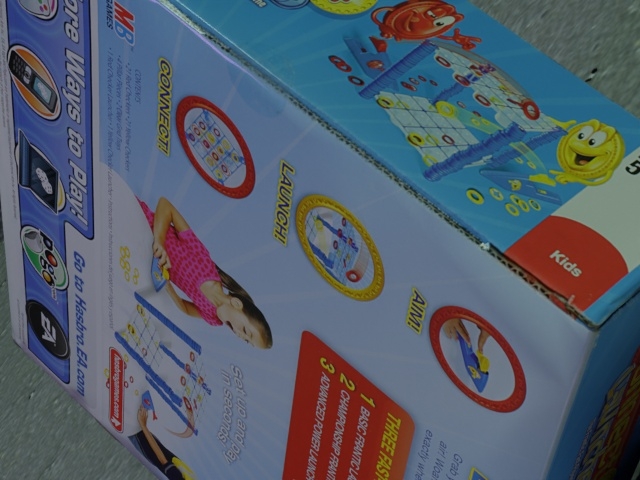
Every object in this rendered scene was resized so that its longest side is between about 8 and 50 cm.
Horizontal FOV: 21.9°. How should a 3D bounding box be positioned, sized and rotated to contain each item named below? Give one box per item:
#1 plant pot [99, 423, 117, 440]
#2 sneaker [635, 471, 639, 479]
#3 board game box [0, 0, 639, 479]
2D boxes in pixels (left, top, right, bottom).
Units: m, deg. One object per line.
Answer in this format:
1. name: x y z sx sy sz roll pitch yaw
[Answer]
1. plant pot: 0.000 0.000 0.972 0.280 0.323 0.323 -65 16 10
2. sneaker: 0.111 0.207 0.545 0.182 0.127 0.315 -49 11 18
3. board game box: -0.009 0.018 0.685 0.086 0.302 0.308 -36 -28 -31
